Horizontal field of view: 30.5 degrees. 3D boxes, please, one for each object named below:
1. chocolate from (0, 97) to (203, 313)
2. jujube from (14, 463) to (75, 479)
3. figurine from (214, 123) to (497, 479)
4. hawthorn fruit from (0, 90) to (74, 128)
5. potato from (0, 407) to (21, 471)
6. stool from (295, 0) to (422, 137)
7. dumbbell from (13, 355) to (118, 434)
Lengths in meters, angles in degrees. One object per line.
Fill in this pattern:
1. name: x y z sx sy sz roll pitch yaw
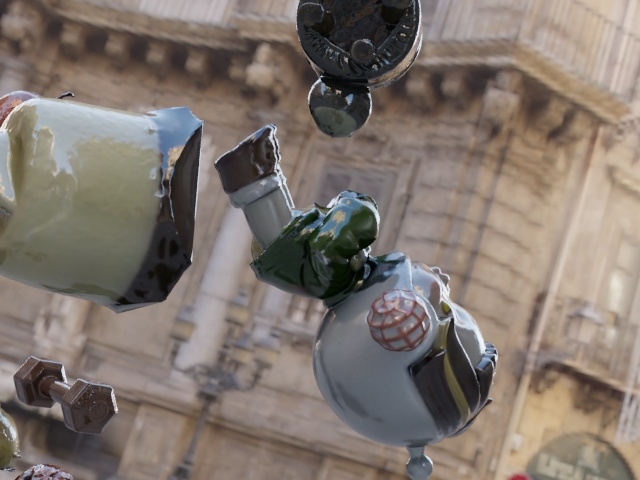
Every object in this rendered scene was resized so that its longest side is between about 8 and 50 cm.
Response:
1. chocolate: -0.379 -0.066 1.776 0.297 0.314 0.326 15 -18 -42
2. jujube: -0.292 0.308 1.302 0.077 0.077 0.129 1 -58 49
3. figurine: 0.034 0.055 1.128 0.370 0.167 0.281 53 3 -6
4. hawthorn fruit: -0.505 -0.191 2.049 0.157 0.194 0.157 41 -5 4
5. potato: -0.442 0.211 1.416 0.172 0.089 0.100 15 -5 31
6. stool: 0.050 -0.245 1.425 0.153 0.228 0.139 -8 -4 5
7. dumbbell: -0.421 0.253 1.933 0.082 0.092 0.231 -23 23 -35
